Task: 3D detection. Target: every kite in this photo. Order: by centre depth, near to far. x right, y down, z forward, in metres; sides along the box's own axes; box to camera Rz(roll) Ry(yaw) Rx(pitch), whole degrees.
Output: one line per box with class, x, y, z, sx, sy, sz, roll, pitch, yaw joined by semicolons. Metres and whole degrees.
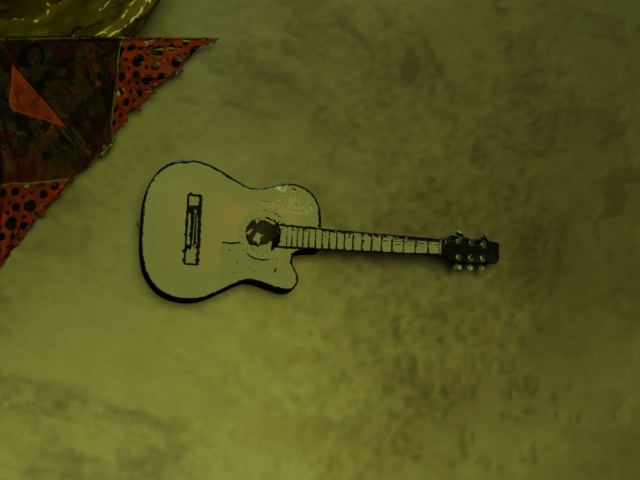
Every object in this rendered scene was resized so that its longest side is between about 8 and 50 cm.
kite;-0.165;-0.084;1.076;0.222;0.008;0.125;-49;135;-12

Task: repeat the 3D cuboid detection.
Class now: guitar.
guitar;0.000;0.000;1.124;0.233;0.025;0.088;4;80;-10

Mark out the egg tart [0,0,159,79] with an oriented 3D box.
egg tart;-0.214;-0.231;1.078;0.294;0.123;0.294;1;83;-10
